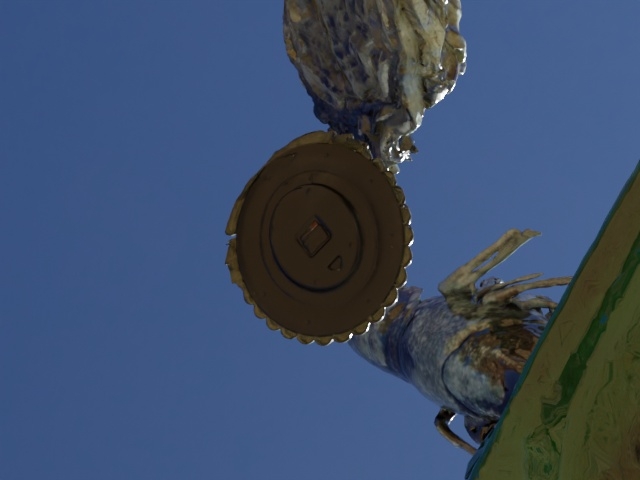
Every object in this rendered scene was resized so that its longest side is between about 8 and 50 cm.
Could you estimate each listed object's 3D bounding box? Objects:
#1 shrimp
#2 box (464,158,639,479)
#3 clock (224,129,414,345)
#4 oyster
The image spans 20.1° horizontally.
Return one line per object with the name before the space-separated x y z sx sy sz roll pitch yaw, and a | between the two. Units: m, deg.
shrimp | 0.134 0.092 1.521 0.166 0.410 0.221 -18 -73 -36
box | 0.228 0.052 0.392 0.337 0.106 0.264 32 -82 17
clock | 0.000 0.000 0.659 0.074 0.010 0.083 -46 -123 12
oyster | 0.026 -0.111 0.890 0.064 0.177 0.125 -29 -115 -32
